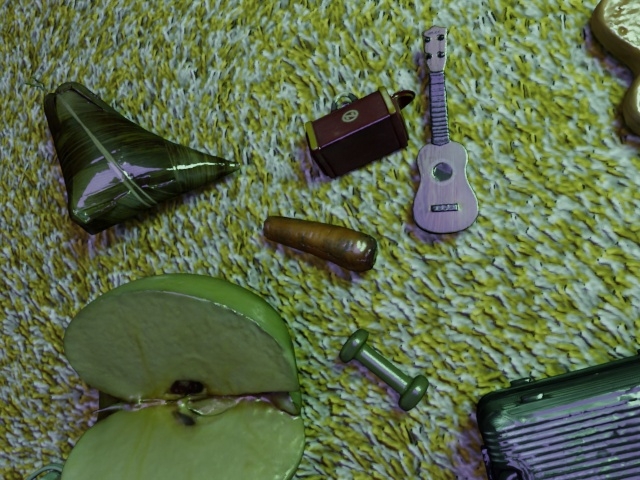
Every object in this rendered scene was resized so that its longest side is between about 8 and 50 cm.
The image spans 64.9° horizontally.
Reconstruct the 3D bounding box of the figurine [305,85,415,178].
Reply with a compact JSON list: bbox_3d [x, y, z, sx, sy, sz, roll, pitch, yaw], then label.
[{"bbox_3d":[0.055,-0.161,0.674,0.154,0.082,0.098,-25,61,10],"label":"figurine"}]

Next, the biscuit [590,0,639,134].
[{"bbox_3d":[0.497,-0.201,0.578,0.275,0.052,0.355,-44,78,7],"label":"biscuit"}]

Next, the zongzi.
[{"bbox_3d":[-0.270,-0.158,0.742,0.241,0.111,0.248,-22,74,-8],"label":"zongzi"}]

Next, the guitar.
[{"bbox_3d":[0.156,-0.144,0.658,0.084,0.038,0.271,-3,87,12],"label":"guitar"}]

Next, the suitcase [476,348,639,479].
[{"bbox_3d":[0.337,0.232,0.537,0.312,0.128,0.202,-19,81,11],"label":"suitcase"}]

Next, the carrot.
[{"bbox_3d":[0.000,0.000,0.680,0.161,0.055,0.055,17,89,21],"label":"carrot"}]

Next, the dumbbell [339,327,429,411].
[{"bbox_3d":[0.081,0.165,0.647,0.118,0.046,0.052,38,99,13],"label":"dumbbell"}]

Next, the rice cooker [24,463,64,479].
[{"bbox_3d":[-0.352,0.416,0.685,0.145,0.127,0.206,-44,86,5],"label":"rice cooker"}]

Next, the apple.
[{"bbox_3d":[-0.151,0.188,0.604,0.257,0.233,0.295,-5,83,-3],"label":"apple"}]
